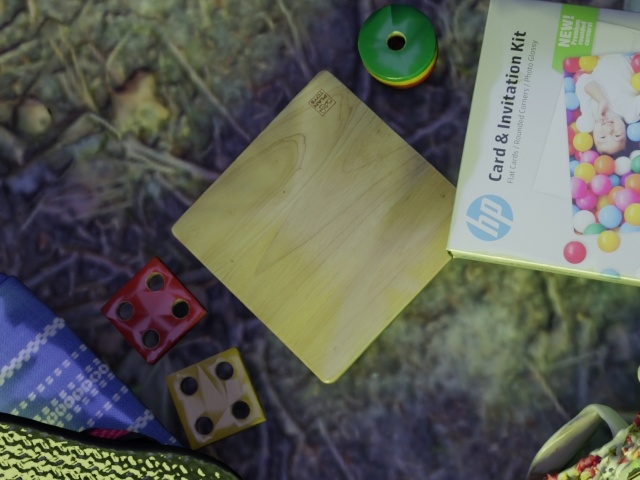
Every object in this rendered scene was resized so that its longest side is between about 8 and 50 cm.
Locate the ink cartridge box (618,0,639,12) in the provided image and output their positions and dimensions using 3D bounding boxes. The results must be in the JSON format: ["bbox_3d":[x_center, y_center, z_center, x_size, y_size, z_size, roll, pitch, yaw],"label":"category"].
[{"bbox_3d":[0.296,-0.169,0.822,0.235,0.056,0.171,8,83,7],"label":"ink cartridge box"}]

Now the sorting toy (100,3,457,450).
[{"bbox_3d":[0.000,0.000,0.847,0.132,0.046,0.274,43,90,12],"label":"sorting toy"}]

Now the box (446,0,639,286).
[{"bbox_3d":[0.171,-0.048,0.769,0.186,0.038,0.145,10,84,12],"label":"box"}]

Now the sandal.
[{"bbox_3d":[-0.113,0.128,0.775,0.179,0.040,0.067,20,100,-14],"label":"sandal"}]

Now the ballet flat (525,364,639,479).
[{"bbox_3d":[0.169,0.109,0.750,0.241,0.091,0.077,-41,49,29],"label":"ballet flat"}]

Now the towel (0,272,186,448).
[{"bbox_3d":[-0.151,0.213,0.819,0.243,0.040,0.336,-44,91,-1],"label":"towel"}]
